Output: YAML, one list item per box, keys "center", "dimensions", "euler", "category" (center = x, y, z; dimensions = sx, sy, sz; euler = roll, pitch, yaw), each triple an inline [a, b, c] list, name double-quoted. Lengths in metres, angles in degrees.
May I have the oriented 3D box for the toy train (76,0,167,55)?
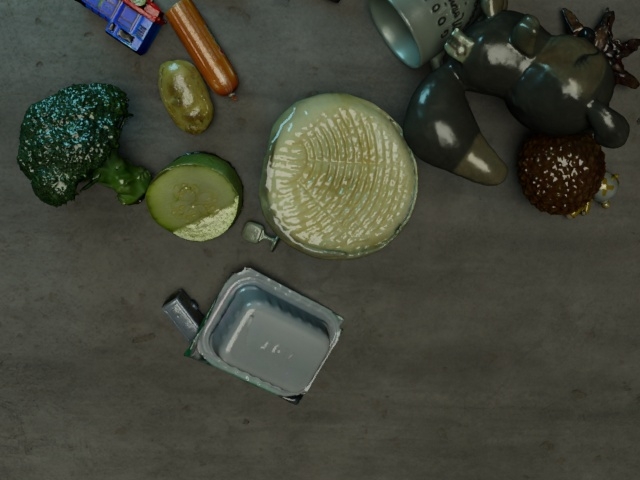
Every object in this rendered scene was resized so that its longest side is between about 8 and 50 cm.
- center: [-0.444, -0.510, 1.263]
  dimensions: [0.204, 0.082, 0.131]
  euler: [33, 103, -8]
  category: "toy train"

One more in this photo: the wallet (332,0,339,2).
- center: [-0.062, -0.632, 1.265]
  dimensions: [0.286, 0.030, 0.146]
  euler: [19, 98, -4]
  category: "wallet"

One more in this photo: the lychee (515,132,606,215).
- center: [0.542, -0.171, 1.315]
  dimensions: [0.200, 0.200, 0.238]
  euler: [-5, 107, 0]
  category: "lychee"

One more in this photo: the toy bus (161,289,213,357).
- center: [-0.315, 0.214, 1.455]
  dimensions: [0.064, 0.075, 0.190]
  euler: [-33, 102, 6]
  category: "toy bus"

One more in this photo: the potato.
- center: [-0.303, -0.323, 1.316]
  dimensions: [0.107, 0.080, 0.170]
  euler: [-17, 103, -7]
  category: "potato"

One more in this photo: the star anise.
- center: [0.598, -0.391, 1.302]
  dimensions: [0.272, 0.102, 0.271]
  euler: [0, 103, 2]
  category: "star anise"

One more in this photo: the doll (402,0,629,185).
- center: [0.400, -0.274, 1.191]
  dimensions: [0.382, 0.252, 0.378]
  euler: [40, 120, 4]
  category: "doll"

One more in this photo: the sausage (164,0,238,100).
- center: [-0.252, -0.414, 1.296]
  dimensions: [0.071, 0.071, 0.234]
  euler: [-31, 103, 7]
  category: "sausage"

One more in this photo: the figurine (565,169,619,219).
- center: [0.640, -0.113, 1.396]
  dimensions: [0.143, 0.068, 0.101]
  euler: [-18, 97, 21]
  category: "figurine"

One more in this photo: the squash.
- center: [-0.285, -0.091, 1.356]
  dimensions: [0.220, 0.133, 0.220]
  euler: [-2, 109, -5]
  category: "squash"

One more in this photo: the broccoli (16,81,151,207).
- center: [-0.506, -0.201, 1.274]
  dimensions: [0.297, 0.297, 0.297]
  euler: [-43, 141, 9]
  category: "broccoli"

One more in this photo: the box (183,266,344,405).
- center: [-0.118, 0.248, 1.412]
  dimensions: [0.337, 0.106, 0.264]
  euler: [29, 93, -18]
  category: "box"

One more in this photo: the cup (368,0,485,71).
- center: [0.266, -0.477, 1.242]
  dimensions: [0.234, 0.186, 0.258]
  euler: [-34, 113, -1]
  category: "cup"

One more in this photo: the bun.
- center: [0.030, -0.135, 1.304]
  dimensions: [0.365, 0.202, 0.364]
  euler: [0, 92, -7]
  category: "bun"

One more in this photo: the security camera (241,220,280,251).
- center: [-0.144, -0.014, 1.418]
  dimensions: [0.092, 0.058, 0.058]
  euler: [28, 103, 5]
  category: "security camera"
